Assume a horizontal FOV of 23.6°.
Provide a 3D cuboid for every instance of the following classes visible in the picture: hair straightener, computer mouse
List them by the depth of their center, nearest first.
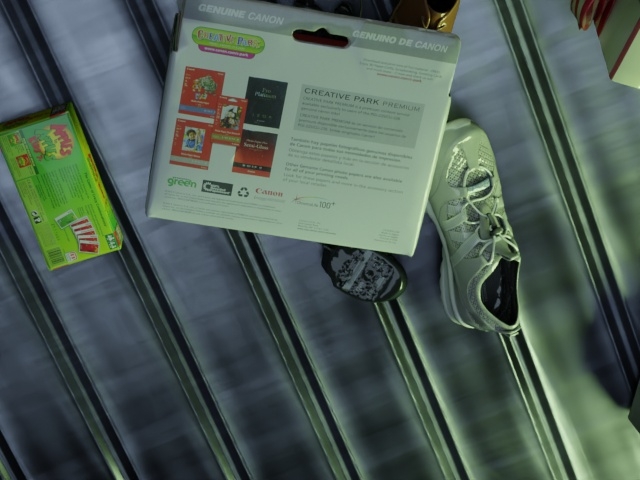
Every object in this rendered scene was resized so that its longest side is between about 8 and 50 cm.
[{"bbox_3d":[0.030,-0.217,1.793,0.089,0.047,0.230,-14,107,1],"label":"hair straightener"},{"bbox_3d":[0.000,0.000,1.878,0.242,0.041,0.071,33,107,-8],"label":"computer mouse"}]

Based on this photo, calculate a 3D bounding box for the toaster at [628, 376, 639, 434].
[{"bbox_3d":[0.499,0.180,1.937,0.168,0.110,0.185,9,110,-8],"label":"toaster"}]

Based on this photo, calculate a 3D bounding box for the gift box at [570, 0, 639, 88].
[{"bbox_3d":[0.423,-0.301,1.679,0.258,0.276,0.255,14,123,-13],"label":"gift box"}]

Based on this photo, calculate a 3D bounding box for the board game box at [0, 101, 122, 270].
[{"bbox_3d":[-0.309,-0.064,1.823,0.092,0.043,0.181,-17,112,2],"label":"board game box"}]

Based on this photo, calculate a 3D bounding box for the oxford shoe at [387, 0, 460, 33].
[{"bbox_3d":[0.120,-0.248,1.766,0.076,0.076,0.212,9,112,-9],"label":"oxford shoe"}]

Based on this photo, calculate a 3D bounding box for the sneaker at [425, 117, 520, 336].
[{"bbox_3d":[0.198,-0.014,1.826,0.105,0.115,0.281,-28,120,-24],"label":"sneaker"}]

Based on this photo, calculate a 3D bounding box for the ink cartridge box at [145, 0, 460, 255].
[{"bbox_3d":[-0.021,-0.148,1.711,0.309,0.130,0.272,9,117,-8],"label":"ink cartridge box"}]

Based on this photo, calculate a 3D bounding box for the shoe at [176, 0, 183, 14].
[{"bbox_3d":[-0.122,-0.272,1.748,0.081,0.063,0.178,-9,117,-2],"label":"shoe"}]
